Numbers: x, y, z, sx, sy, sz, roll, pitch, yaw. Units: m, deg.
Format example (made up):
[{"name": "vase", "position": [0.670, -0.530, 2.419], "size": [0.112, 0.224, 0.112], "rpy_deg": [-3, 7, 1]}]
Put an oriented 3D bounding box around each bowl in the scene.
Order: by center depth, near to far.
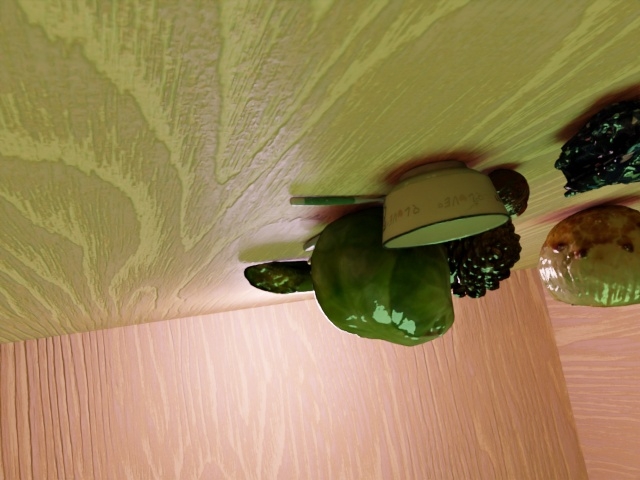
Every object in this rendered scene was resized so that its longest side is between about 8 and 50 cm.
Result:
[{"name": "bowl", "position": [0.219, -0.069, 1.080], "size": [0.238, 0.126, 0.238], "rpy_deg": [-9, 169, -2]}]

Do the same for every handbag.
[{"name": "handbag", "position": [0.485, -0.151, 0.935], "size": [0.162, 0.113, 0.260], "rpy_deg": [-15, 169, -5]}]

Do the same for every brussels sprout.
[{"name": "brussels sprout", "position": [0.151, 0.084, 1.312], "size": [0.281, 0.354, 0.289], "rpy_deg": [-30, -160, 28]}]

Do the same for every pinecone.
[{"name": "pinecone", "position": [0.351, 0.019, 1.486], "size": [0.246, 0.246, 0.292], "rpy_deg": [-3, -173, -34]}]

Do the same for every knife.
[{"name": "knife", "position": [0.000, 0.000, 1.540], "size": [0.044, 0.023, 0.162], "rpy_deg": [-13, 172, -26]}]

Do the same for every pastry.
[{"name": "pastry", "position": [0.894, 0.048, 1.851], "size": [0.388, 0.312, 0.388], "rpy_deg": [-3, 179, 0]}]

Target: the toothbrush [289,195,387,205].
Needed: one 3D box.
[{"name": "toothbrush", "position": [0.049, -0.080, 1.166], "size": [0.257, 0.018, 0.024], "rpy_deg": [-4, 174, -34]}]

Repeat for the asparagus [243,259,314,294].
[{"name": "asparagus", "position": [-0.060, 0.118, 1.879], "size": [0.382, 0.128, 0.108], "rpy_deg": [0, 129, -40]}]

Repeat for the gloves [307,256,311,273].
[{"name": "gloves", "position": [0.060, 0.040, 1.551], "size": [0.203, 0.124, 0.164], "rpy_deg": [0, 162, 15]}]

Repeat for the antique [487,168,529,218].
[{"name": "antique", "position": [0.366, -0.096, 1.164], "size": [0.104, 0.104, 0.104], "rpy_deg": [-10, 170, -2]}]
